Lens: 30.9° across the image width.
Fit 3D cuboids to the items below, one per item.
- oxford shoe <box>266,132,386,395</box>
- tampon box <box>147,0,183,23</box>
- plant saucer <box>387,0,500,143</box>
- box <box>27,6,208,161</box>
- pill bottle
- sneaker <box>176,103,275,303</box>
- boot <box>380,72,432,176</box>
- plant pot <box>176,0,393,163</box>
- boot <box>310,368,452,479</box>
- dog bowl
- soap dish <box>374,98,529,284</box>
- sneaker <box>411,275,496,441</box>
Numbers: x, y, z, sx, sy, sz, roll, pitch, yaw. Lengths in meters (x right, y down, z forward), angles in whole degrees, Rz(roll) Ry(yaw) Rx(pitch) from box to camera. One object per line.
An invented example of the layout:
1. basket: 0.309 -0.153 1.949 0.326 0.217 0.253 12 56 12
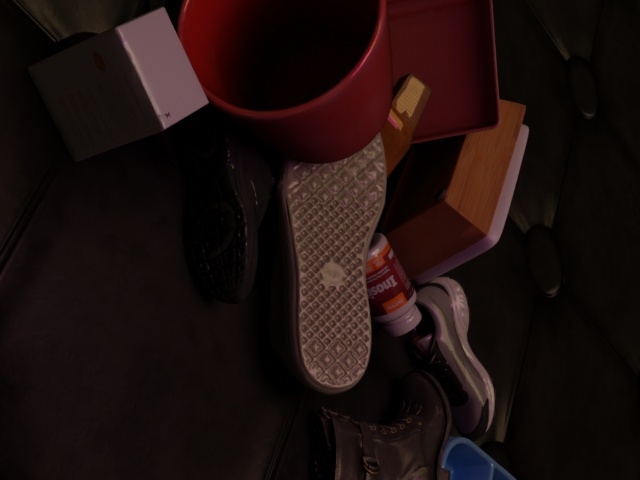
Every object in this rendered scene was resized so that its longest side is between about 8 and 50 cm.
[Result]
1. oxford shoe: 0.000 0.000 1.659 0.169 0.130 0.449 8 75 -20
2. tampon box: -0.168 -0.388 1.581 0.101 0.120 0.161 0 79 -51
3. plant saucer: 0.161 -0.271 1.851 0.048 0.258 0.259 30 55 -62
4. box: -0.243 -0.185 1.388 0.091 0.170 0.130 -40 111 -48
5. pill bottle: 0.095 0.071 1.792 0.152 0.086 0.086 59 42 -20
6. sneaker: -0.112 -0.056 1.569 0.130 0.109 0.286 11 72 -55
7. boot: 0.009 -0.212 1.759 0.295 0.104 0.211 33 79 -6
8. plant pot: -0.024 -0.233 1.511 0.243 0.275 0.275 54 36 -66
9. boot: 0.085 0.285 1.714 0.229 0.091 0.263 23 48 -32
10. dog bowl: 0.242 0.420 1.876 0.297 0.074 0.166 42 50 -34
11. soap dish: 0.210 -0.086 1.883 0.118 0.229 0.291 37 51 -18
12. sneaker: 0.202 0.199 1.889 0.108 0.100 0.271 -15 86 -40
